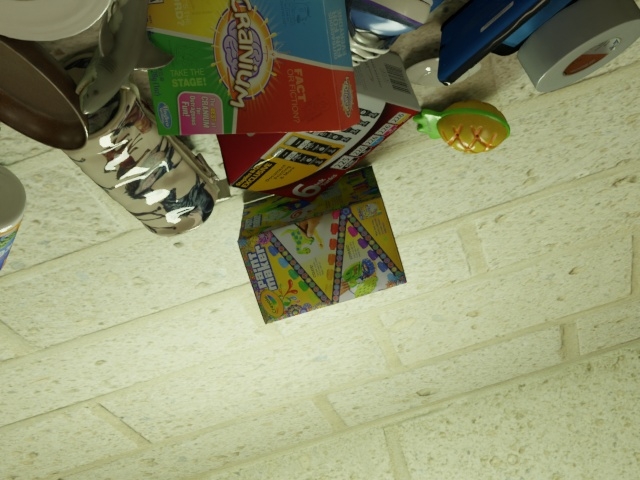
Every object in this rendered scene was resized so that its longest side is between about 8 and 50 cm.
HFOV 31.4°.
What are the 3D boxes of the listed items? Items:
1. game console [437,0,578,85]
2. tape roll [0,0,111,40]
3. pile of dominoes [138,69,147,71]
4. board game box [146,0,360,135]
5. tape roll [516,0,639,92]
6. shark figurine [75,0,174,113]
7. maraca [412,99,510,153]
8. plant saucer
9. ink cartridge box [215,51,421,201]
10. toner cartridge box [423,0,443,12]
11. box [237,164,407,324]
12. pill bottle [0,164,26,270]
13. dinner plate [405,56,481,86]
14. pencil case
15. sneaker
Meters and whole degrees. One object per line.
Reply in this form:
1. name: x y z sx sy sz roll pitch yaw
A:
1. game console: 0.354 -0.368 1.880 0.173 0.250 0.293 34 130 -21
2. tape roll: -0.385 -0.393 1.439 0.286 0.100 0.286 7 141 6
3. pile of dominoes: -0.167 -0.336 1.842 0.251 0.040 0.196 2 148 -43
4. board game box: -0.109 -0.276 1.634 0.317 0.242 0.064 1 -161 29
5. tape roll: 0.455 -0.348 1.982 0.219 0.072 0.219 -26 167 -6
6. shark figurine: -0.255 -0.306 1.627 0.116 0.166 0.278 23 99 -10
7. maraca: 0.271 -0.219 2.179 0.186 0.099 0.127 5 154 18
8. plant saucer: -0.461 -0.247 1.665 0.311 0.050 0.310 27 160 11
9. ink cartridge box: -0.036 -0.214 1.987 0.272 0.130 0.309 8 144 -41
10. toner cartridge box: 0.081 -0.453 1.686 0.348 0.075 0.165 13 140 -41
11. box: 0.000 0.000 2.201 0.279 0.177 0.290 -16 -165 4
12. pill bottle: -0.632 -0.011 2.054 0.152 0.152 0.272 1 148 -27
13. dinner plate: 0.219 -0.299 2.043 0.141 0.017 0.141 -5 170 -1
14. pencil case: -0.312 -0.157 1.939 0.184 0.159 0.410 -24 151 7
15. sneaker: 0.015 -0.264 1.684 0.130 0.236 0.323 13 -175 -41
